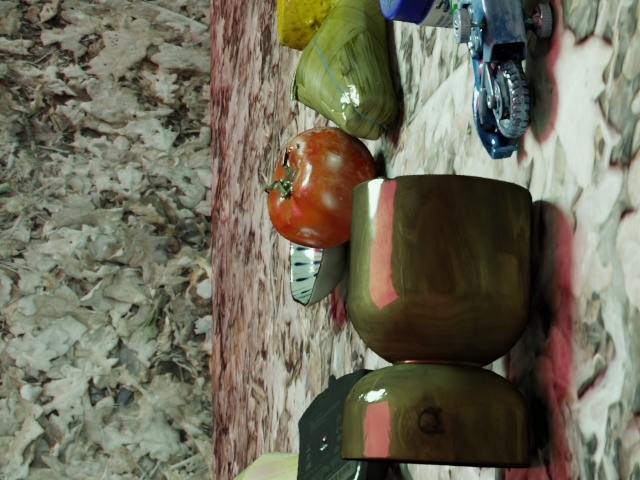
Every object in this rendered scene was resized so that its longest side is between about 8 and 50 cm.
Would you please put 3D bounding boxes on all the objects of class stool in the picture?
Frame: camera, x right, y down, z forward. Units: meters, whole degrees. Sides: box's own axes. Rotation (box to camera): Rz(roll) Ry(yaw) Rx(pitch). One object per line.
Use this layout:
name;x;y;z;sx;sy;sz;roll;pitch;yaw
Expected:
stool;0.112;0.081;1.227;0.179;0.179;0.264;139;134;-73

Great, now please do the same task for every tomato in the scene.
tomato;0.007;-0.065;1.839;0.187;0.151;0.187;-38;42;44

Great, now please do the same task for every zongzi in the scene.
zongzi;0.072;-0.278;1.823;0.256;0.115;0.228;-59;30;7

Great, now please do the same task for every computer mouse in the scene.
computer mouse;0.036;0.278;1.682;0.147;0.088;0.264;-41;31;29

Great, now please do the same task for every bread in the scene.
bread;0.002;-0.412;2.028;0.268;0.146;0.268;-177;90;-85

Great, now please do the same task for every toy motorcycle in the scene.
toy motorcycle;0.170;-0.212;1.290;0.135;0.092;0.254;117;146;-79

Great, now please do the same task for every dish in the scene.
dish;0.007;0.015;2.004;0.191;0.066;0.190;-173;90;-73

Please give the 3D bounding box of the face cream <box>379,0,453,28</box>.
face cream;0.138;-0.341;1.432;0.206;0.111;0.205;-174;90;-78

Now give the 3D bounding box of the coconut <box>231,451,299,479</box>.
coconut;-0.056;0.425;1.787;0.259;0.259;0.259;-175;90;-78

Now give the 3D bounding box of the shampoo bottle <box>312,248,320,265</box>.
shampoo bottle;0.000;0.000;2.112;0.072;0.043;0.099;152;122;-72
